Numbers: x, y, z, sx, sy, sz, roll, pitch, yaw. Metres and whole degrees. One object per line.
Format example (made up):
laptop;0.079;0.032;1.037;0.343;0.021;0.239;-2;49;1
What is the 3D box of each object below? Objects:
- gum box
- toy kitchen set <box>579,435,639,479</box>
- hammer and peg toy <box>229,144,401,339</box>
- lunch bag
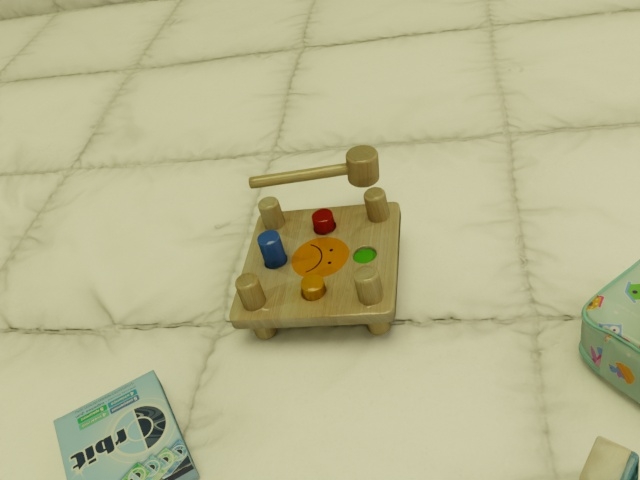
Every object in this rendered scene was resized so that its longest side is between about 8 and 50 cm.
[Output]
gum box;-0.272;0.288;0.898;0.157;0.041;0.184;-26;42;-14
toy kitchen set;0.323;0.340;0.652;0.166;0.122;0.207;22;72;33
hammer and peg toy;0.000;0.000;1.080;0.266;0.127;0.361;-5;42;13
lunch bag;0.495;0.135;0.811;0.224;0.108;0.279;-31;44;-21
